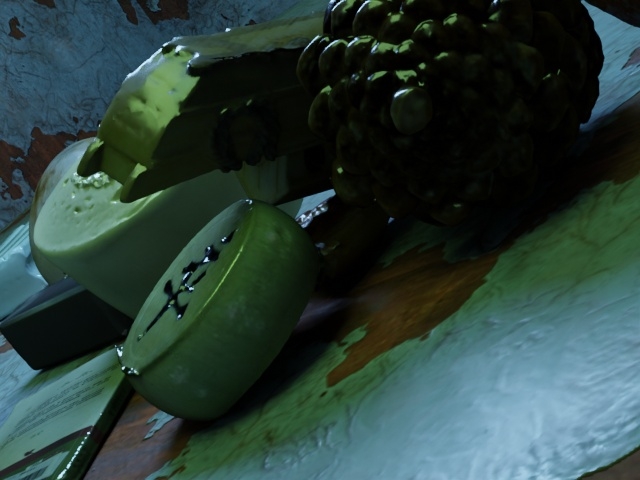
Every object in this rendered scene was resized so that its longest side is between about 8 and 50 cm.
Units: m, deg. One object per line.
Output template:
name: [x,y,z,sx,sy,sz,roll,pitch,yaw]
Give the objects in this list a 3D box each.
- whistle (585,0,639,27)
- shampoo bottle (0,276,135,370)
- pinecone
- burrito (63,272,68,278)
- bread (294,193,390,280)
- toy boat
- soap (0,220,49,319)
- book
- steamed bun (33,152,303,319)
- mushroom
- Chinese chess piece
whistle: [0.358,-0.277,1.109,0.346,0.134,0.142,-25,-26,6]
shampoo bottle: [-0.278,0.082,1.544,0.246,0.079,0.080,-23,19,44]
pinecone: [0.108,-0.130,1.011,0.224,0.224,0.272,-28,4,33]
burrito: [-0.230,0.028,1.618,0.171,0.042,0.051,-22,-27,2]
bread: [0.021,-0.013,1.177,0.136,0.054,0.154,-42,21,-22]
toy boat: [-0.006,-0.117,1.160,0.445,0.162,0.136,-17,35,-37]
soap: [-0.502,0.030,2.263,0.159,0.087,0.265,-32,14,20]
book: [-0.267,0.192,1.255,0.201,0.026,0.289,-31,14,22]
steamed bun: [-0.148,-0.015,1.320,0.250,0.200,0.155,-31,39,24]
mushroom: [-0.298,-0.028,1.775,0.178,0.227,0.226,8,-21,-39]
Chinese chess piece: [-0.082,0.054,1.055,0.188,0.083,0.188,-47,18,21]
